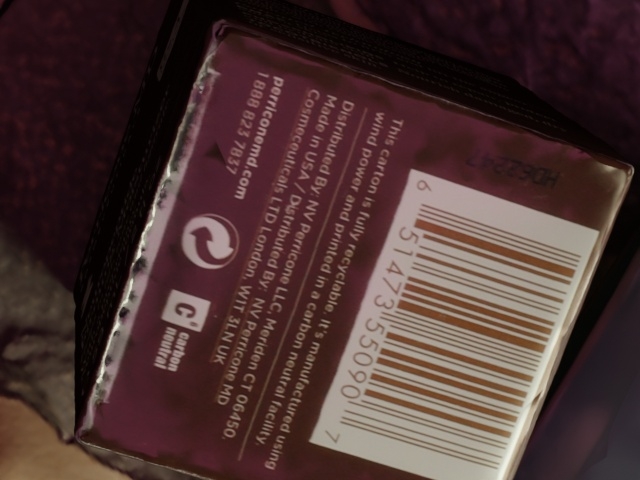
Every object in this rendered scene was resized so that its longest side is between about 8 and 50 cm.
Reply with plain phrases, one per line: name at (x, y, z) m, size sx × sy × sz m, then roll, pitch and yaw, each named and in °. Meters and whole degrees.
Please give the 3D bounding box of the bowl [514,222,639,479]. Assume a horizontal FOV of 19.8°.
bowl at (0.174, 0.090, 0.779) m, size 0.163 × 0.311 × 0.311 m, roll 31°, pitch 98°, yaw 5°

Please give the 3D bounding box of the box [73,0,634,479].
box at (0.000, 0.000, 0.755) m, size 0.167 × 0.203 × 0.168 m, roll 17°, pitch 100°, yaw -12°
